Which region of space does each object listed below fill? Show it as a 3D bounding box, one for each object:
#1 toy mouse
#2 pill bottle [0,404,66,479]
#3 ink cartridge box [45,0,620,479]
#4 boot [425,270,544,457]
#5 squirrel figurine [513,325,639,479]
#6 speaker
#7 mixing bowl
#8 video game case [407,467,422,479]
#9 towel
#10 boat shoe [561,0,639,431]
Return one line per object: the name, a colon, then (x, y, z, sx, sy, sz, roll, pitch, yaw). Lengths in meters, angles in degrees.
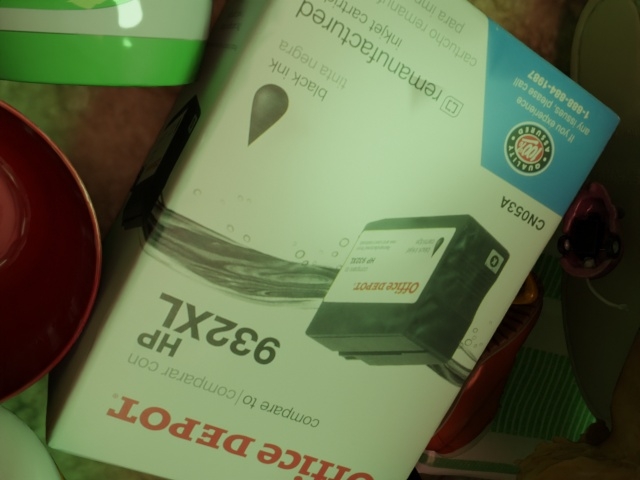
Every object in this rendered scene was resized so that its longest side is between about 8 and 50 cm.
toy mouse: (0.162, -0.017, 0.449, 0.031, 0.161, 0.143, 17, 102, -39)
pill bottle: (-0.189, 0.210, 0.343, 0.162, 0.162, 0.278, -13, 141, -15)
ink cartridge box: (0.000, 0.000, 0.410, 0.223, 0.129, 0.307, 26, 97, -25)
boot: (0.121, 0.096, 0.496, 0.158, 0.059, 0.084, -49, 128, -5)
squirrel figurine: (0.328, 0.156, 0.387, 0.370, 0.281, 0.397, 22, 121, -40)
speaker: (-0.112, -0.227, 0.302, 0.131, 0.131, 0.296, -3, 107, -19)
mixing bowl: (-0.214, -0.003, 0.350, 0.181, 0.098, 0.181, -5, 107, -18)
video game case: (-0.020, 0.275, 0.426, 0.035, 0.248, 0.275, 43, 90, -6)
towel: (0.224, 0.066, 0.561, 0.248, 0.038, 0.325, 14, 102, -22)
boat shoe: (0.244, -0.018, 0.467, 0.097, 0.116, 0.324, -5, 100, -13)
